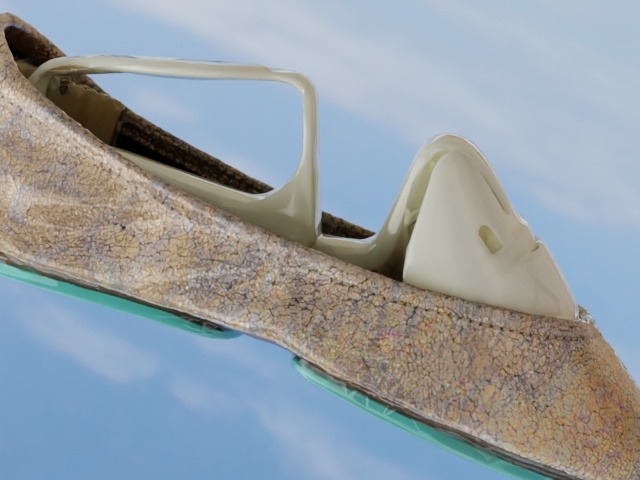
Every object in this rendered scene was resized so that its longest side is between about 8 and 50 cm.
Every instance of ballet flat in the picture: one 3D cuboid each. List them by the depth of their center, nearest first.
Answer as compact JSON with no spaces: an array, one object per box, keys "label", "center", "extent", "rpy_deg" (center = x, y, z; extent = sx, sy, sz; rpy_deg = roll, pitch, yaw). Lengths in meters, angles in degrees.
[{"label":"ballet flat","center":[0.000,0.000,0.643],"extent":[0.316,0.106,0.107],"rpy_deg":[21,-172,1]}]
